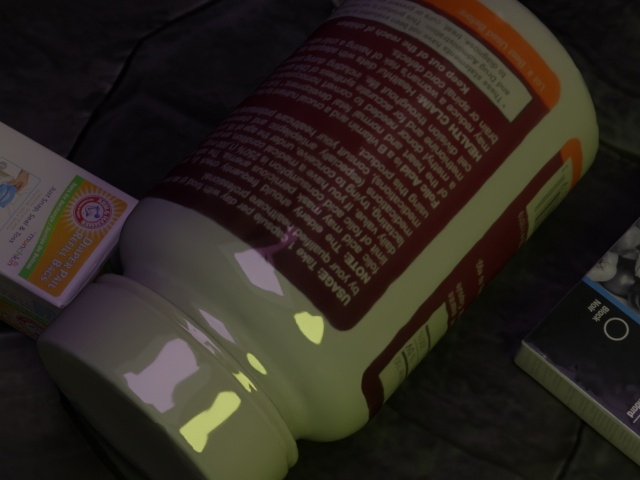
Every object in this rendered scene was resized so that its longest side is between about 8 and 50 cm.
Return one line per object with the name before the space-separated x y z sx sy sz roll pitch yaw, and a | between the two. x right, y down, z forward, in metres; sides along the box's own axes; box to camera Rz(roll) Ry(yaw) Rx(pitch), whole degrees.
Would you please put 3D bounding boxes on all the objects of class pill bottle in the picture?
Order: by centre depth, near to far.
pill bottle | 0.000 0.000 1.129 0.224 0.224 0.392 38 69 16

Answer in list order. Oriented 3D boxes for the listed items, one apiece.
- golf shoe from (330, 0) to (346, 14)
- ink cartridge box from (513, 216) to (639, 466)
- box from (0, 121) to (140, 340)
golf shoe | 0.095 -0.222 1.314 0.176 0.086 0.069 -13 63 -9
ink cartridge box | 0.291 0.081 1.194 0.208 0.045 0.206 40 70 15
box | -0.240 -0.013 1.191 0.203 0.114 0.103 29 66 13
